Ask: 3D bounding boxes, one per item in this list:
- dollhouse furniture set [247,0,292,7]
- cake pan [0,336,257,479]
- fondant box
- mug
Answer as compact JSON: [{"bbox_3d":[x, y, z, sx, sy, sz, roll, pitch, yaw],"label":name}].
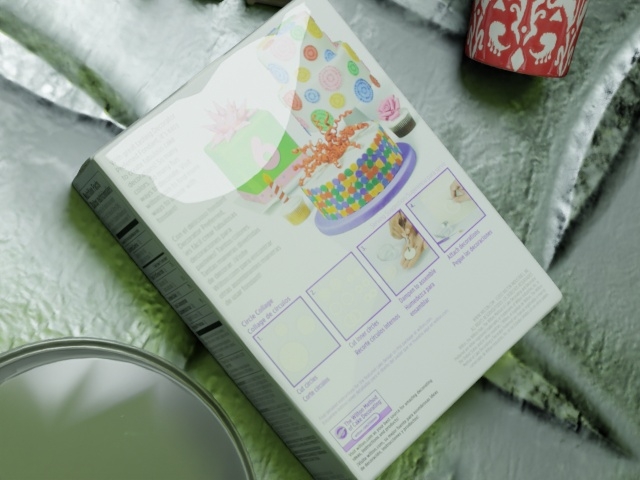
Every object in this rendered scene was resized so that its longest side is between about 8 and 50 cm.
[{"bbox_3d":[-0.063,-0.234,1.314,0.152,0.076,0.058,7,78,-17],"label":"dollhouse furniture set"},{"bbox_3d":[-0.177,0.216,1.203,0.293,0.054,0.293,3,79,-19],"label":"cake pan"},{"bbox_3d":[0.000,0.000,1.283,0.238,0.096,0.330,-41,95,-21],"label":"fondant box"},{"bbox_3d":[0.196,-0.233,1.370,0.150,0.113,0.169,-11,117,-56],"label":"mug"}]
